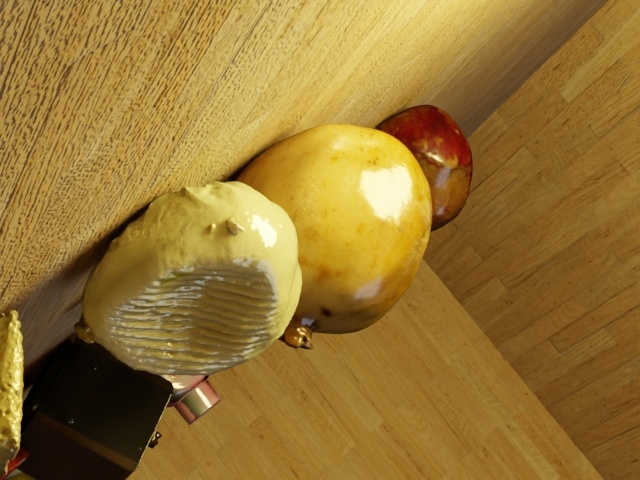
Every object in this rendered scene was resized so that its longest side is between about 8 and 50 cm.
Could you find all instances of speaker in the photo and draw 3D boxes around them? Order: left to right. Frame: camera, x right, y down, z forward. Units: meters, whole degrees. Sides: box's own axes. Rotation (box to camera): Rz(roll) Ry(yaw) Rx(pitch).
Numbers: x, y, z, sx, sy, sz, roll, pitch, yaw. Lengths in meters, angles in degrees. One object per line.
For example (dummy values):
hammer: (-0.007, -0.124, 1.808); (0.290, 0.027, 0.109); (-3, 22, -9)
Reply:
speaker: (-0.346, 0.272, 2.085); (0.231, 0.192, 0.153); (-44, -161, 56)

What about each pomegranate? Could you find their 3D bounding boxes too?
pomegranate: (0.009, -0.016, 1.823); (0.307, 0.307, 0.307); (-39, 176, -3)

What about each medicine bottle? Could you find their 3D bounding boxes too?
medicine bottle: (-0.271, 0.246, 2.626); (0.119, 0.188, 0.094); (-35, 175, -40)

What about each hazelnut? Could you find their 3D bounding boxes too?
hazelnut: (0.160, -0.116, 2.431); (0.234, 0.218, 0.218); (-41, 175, 19)

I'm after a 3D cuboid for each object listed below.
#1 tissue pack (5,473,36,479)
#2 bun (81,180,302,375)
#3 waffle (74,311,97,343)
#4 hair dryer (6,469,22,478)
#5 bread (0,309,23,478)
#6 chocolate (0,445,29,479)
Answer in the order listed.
tissue pack: (-0.578, 0.444, 2.516); (0.123, 0.127, 0.178); (-43, 175, 17)
bun: (-0.140, 0.038, 1.630); (0.259, 0.259, 0.160); (-41, -141, 22)
waffle: (-0.258, 0.072, 1.869); (0.149, 0.051, 0.194); (-39, -179, -1)
hair dryer: (-0.504, 0.386, 2.403); (0.296, 0.119, 0.298); (-15, 141, -33)
bread: (-0.403, 0.156, 1.505); (0.160, 0.169, 0.140); (8, 153, -21)
chocolate: (-0.557, 0.359, 1.952); (0.237, 0.108, 0.235); (-42, 175, 16)
